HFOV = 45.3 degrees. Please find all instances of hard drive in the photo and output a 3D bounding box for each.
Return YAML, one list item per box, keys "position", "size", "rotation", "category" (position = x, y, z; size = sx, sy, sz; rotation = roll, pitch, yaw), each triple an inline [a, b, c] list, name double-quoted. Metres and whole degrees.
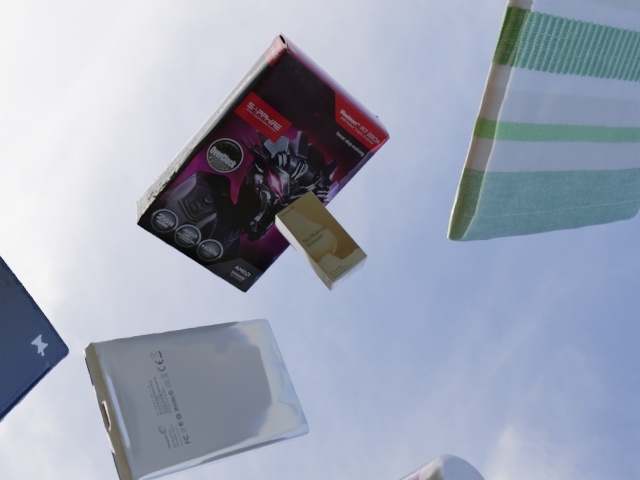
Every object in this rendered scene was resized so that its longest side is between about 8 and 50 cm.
- position: [-0.181, 0.234, 1.175]
  size: [0.040, 0.319, 0.210]
  rotation: [-41, -116, 41]
  category: "hard drive"

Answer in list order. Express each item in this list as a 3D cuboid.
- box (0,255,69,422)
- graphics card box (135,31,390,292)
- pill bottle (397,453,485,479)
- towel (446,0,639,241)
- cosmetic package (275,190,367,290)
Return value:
- position: [-0.291, 0.087, 0.480]
  size: [0.207, 0.108, 0.153]
  rotation: [-14, -155, 36]
  category: "box"
- position: [-0.096, -0.115, 1.240]
  size: [0.371, 0.233, 0.094]
  rotation: [-46, -150, 14]
  category: "graphics card box"
- position: [0.113, 0.457, 1.134]
  size: [0.302, 0.169, 0.169]
  rotation: [-40, -120, 22]
  category: "pill bottle"
- position: [0.205, -0.162, 0.546]
  size: [0.038, 0.248, 0.324]
  rotation: [30, -64, 44]
  category: "towel"
- position: [0.000, 0.000, 0.969]
  size: [0.060, 0.041, 0.115]
  rotation: [-38, -103, -17]
  category: "cosmetic package"
